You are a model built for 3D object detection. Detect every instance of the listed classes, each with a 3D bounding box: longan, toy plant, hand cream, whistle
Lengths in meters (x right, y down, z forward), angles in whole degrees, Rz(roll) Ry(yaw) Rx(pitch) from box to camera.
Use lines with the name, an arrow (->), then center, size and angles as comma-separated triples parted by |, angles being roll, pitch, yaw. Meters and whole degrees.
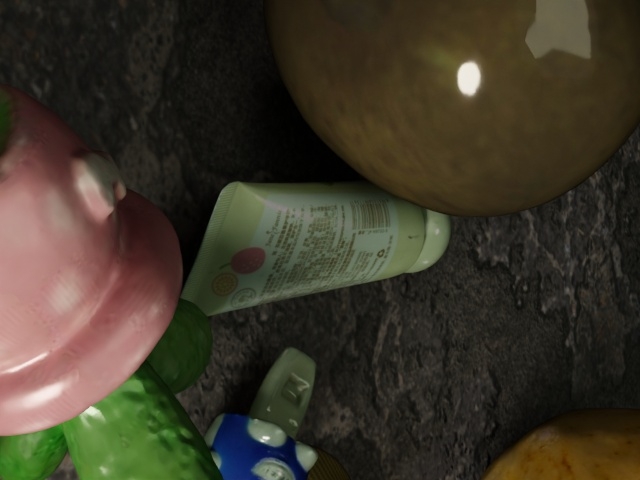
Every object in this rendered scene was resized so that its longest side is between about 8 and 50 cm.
longan -> 0.125, -0.190, 1.303 | 0.361, 0.361, 0.361 | 2, 88, -48
toy plant -> -0.182, 0.078, 1.050 | 0.317, 0.211, 0.356 | -107, 172, -50
hand cream -> 0.000, 0.000, 1.353 | 0.306, 0.093, 0.147 | -9, 132, -48
whistle -> -0.060, 0.203, 1.283 | 0.110, 0.092, 0.244 | 38, 63, -25

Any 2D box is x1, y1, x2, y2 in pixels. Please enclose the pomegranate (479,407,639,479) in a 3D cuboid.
pomegranate -> 0.317, 0.339, 1.528 | 0.410, 0.410, 0.410 | 2, 88, -48

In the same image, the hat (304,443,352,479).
hat -> 0.002, 0.285, 1.360 | 0.193, 0.082, 0.193 | 1, 88, -46
